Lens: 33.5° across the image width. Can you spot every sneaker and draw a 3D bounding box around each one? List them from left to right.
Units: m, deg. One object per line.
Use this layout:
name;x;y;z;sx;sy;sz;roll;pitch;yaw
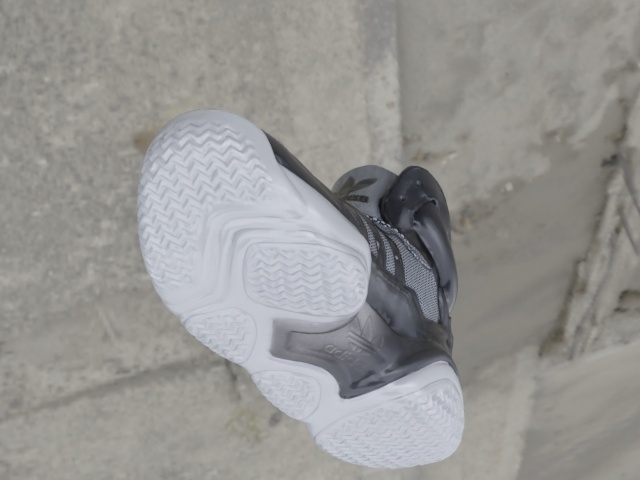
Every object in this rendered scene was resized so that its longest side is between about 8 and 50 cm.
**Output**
sneaker;0.000;0.000;0.569;0.101;0.153;0.269;-14;135;23
